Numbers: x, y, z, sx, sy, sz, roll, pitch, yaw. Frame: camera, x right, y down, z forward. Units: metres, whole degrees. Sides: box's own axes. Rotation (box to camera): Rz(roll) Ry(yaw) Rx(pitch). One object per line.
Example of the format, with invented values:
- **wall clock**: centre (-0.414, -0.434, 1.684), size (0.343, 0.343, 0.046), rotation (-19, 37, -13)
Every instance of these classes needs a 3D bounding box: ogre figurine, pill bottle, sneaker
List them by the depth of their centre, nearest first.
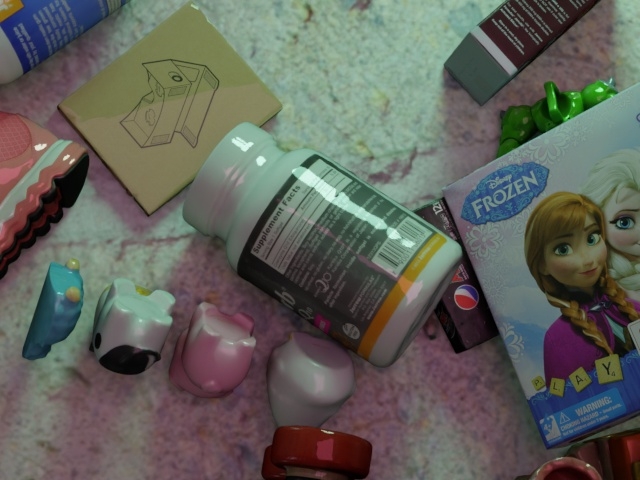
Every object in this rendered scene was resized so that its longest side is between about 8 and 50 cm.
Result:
- **sneaker**: centre (-0.391, -0.010, 1.571), size (0.136, 0.116, 0.314), rotation (37, 69, 9)
- **pill bottle**: centre (0.000, 0.000, 1.583), size (0.278, 0.162, 0.162), rotation (33, 76, 10)
- **pill bottle**: centre (-0.333, -0.265, 1.591), size (0.272, 0.152, 0.152), rotation (-38, 88, -15)
- **ogre figurine**: centre (0.286, -0.118, 1.691), size (0.097, 0.197, 0.118), rotation (15, 59, -47)

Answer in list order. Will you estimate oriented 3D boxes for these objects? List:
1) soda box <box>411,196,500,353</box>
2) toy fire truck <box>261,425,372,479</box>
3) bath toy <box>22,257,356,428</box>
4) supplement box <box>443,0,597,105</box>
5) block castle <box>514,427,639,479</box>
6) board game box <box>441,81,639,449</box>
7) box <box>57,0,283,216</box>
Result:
- **soda box**: centre (0.146, 0.041, 1.667), size (0.060, 0.053, 0.169), rotation (-25, 84, -12)
- **toy fire truck**: centre (0.061, 0.299, 1.484), size (0.254, 0.302, 0.169), rotation (10, 74, -4)
- **bath toy**: centre (-0.136, 0.125, 1.569), size (0.348, 0.151, 0.129), rotation (18, 112, -10)
- **supplement box**: centre (0.262, -0.270, 1.705), size (0.239, 0.130, 0.073), rotation (-42, 89, -13)
- **block castle**: centre (0.447, 0.339, 1.584), size (0.453, 0.213, 0.303), rotation (-10, 82, -11)
- **board game box**: centre (0.325, 0.018, 1.565), size (0.319, 0.066, 0.318), rotation (-29, 73, 27)
- **box**: centre (-0.170, -0.151, 1.665), size (0.201, 0.021, 0.164), rotation (-40, 88, -13)
